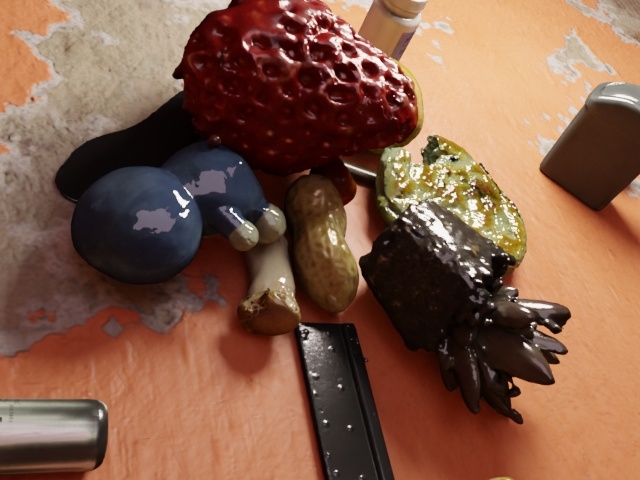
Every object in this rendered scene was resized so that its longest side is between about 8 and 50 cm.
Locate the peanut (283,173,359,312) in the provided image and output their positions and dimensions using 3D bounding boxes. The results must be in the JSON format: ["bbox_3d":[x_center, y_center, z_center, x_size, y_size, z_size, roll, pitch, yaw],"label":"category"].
[{"bbox_3d":[0.000,0.000,1.097,0.103,0.098,0.229,16,48,-32],"label":"peanut"}]

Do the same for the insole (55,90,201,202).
[{"bbox_3d":[-0.271,-0.151,1.159,0.119,0.009,0.348,36,45,4],"label":"insole"}]

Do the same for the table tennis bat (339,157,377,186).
[{"bbox_3d":[0.136,-0.096,1.310,0.234,0.022,0.131,19,48,-14],"label":"table tennis bat"}]

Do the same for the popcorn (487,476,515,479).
[{"bbox_3d":[0.196,0.378,0.702,0.349,0.382,0.349,10,33,-6],"label":"popcorn"}]

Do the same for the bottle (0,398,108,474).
[{"bbox_3d":[-0.354,0.200,0.767,0.253,0.079,0.096,4,12,-24],"label":"bottle"}]

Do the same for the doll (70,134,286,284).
[{"bbox_3d":[-0.199,-0.034,0.995,0.258,0.154,0.228,-36,50,-28],"label":"doll"}]

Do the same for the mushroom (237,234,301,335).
[{"bbox_3d":[-0.078,0.042,1.050,0.084,0.071,0.209,-20,46,11],"label":"mushroom"}]

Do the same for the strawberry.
[{"bbox_3d":[-0.020,-0.241,1.129,0.345,0.295,0.317,7,3,12],"label":"strawberry"}]

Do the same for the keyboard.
[{"bbox_3d":[0.038,0.240,0.966,0.101,0.018,0.310,3,51,-23],"label":"keyboard"}]

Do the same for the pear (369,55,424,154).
[{"bbox_3d":[0.105,-0.239,1.329,0.178,0.178,0.178,14,47,-16],"label":"pear"}]

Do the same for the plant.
[{"bbox_3d":[0.206,0.100,1.056,0.320,0.181,0.194,45,38,14],"label":"plant"}]

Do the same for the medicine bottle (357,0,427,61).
[{"bbox_3d":[0.136,-0.424,1.474,0.102,0.187,0.103,14,46,-16],"label":"medicine bottle"}]

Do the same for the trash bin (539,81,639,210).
[{"bbox_3d":[0.564,-0.190,1.451,0.176,0.236,0.101,37,45,8],"label":"trash bin"}]

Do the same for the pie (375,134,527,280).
[{"bbox_3d":[0.227,-0.054,1.271,0.302,0.067,0.302,16,48,-19],"label":"pie"}]

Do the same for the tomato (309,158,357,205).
[{"bbox_3d":[0.017,-0.091,1.204,0.075,0.087,0.087,-31,65,-3],"label":"tomato"}]
